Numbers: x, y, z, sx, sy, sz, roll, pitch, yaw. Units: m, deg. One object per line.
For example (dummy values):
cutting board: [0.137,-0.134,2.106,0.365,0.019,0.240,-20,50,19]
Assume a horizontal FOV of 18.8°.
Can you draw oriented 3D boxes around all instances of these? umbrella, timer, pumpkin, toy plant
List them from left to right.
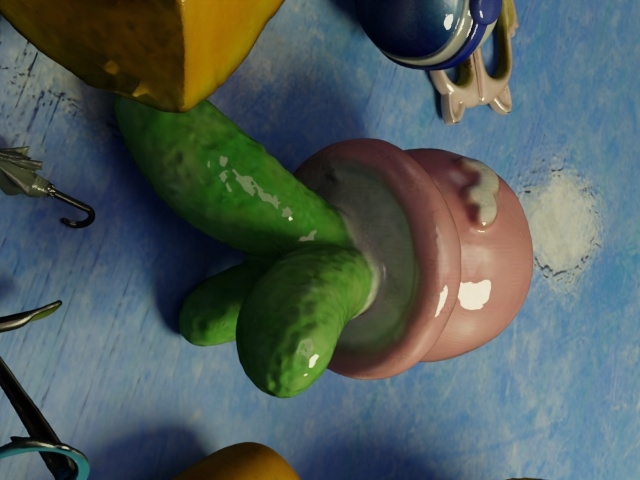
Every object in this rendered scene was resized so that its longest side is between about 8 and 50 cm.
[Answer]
umbrella: [-0.273,-0.076,1.512,0.269,0.044,0.044,32,36,-40]
pumpkin: [-0.146,-0.271,1.500,0.303,0.256,0.225,41,62,-6]
toy plant: [0.006,-0.002,1.687,0.356,0.210,0.317,-5,58,-41]
timer: [0.111,-0.348,1.781,0.270,0.270,0.383,-5,103,-45]

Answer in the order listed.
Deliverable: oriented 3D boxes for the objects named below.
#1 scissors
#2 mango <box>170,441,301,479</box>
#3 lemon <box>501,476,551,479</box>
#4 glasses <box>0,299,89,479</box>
scissors: [0.138,-0.278,1.936,0.160,0.024,0.317,-13,97,-44]
mango: [-0.086,0.323,1.578,0.199,0.201,0.350,66,33,-59]
lemon: [0.191,0.371,1.758,0.336,0.336,0.336,3,86,-44]
glasses: [-0.266,0.095,1.464,0.239,0.102,0.207,25,71,-41]
